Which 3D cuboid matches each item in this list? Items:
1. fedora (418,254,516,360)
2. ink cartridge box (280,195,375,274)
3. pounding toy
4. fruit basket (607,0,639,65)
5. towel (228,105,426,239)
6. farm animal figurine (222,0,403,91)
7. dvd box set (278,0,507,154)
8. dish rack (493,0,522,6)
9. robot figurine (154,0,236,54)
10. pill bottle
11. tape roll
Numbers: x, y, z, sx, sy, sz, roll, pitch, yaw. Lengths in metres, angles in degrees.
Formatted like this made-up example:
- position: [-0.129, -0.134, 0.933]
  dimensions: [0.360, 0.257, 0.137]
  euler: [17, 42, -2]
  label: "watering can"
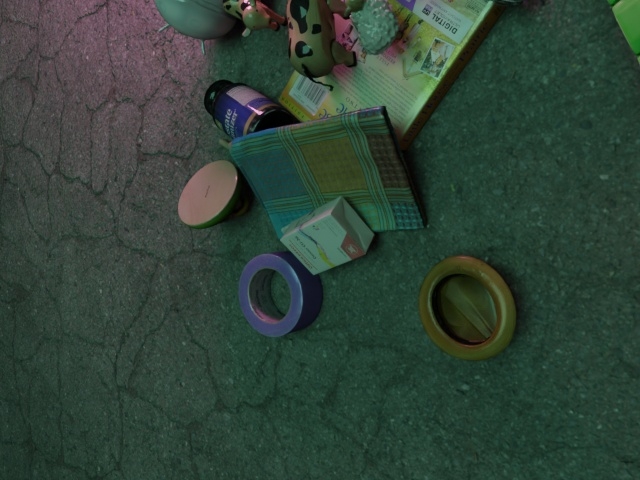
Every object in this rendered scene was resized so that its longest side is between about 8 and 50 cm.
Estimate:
- position: [0.276, 0.122, 1.016]
  dimensions: [0.194, 0.079, 0.195]
  euler: [-1, 88, 39]
  label: "fedora"
- position: [0.000, 0.000, 1.163]
  dimensions: [0.198, 0.067, 0.115]
  euler: [-25, 114, 43]
  label: "ink cartridge box"
- position: [-0.228, -0.112, 1.353]
  dimensions: [0.183, 0.110, 0.237]
  euler: [25, 78, 42]
  label: "pounding toy"
- position: [0.543, -0.393, 0.666]
  dimensions: [0.392, 0.282, 0.392]
  euler: [15, 110, 46]
  label: "fruit basket"
- position: [0.006, -0.118, 1.127]
  dimensions: [0.370, 0.040, 0.272]
  euler: [-4, 127, 35]
  label: "towel"
- position: [-0.043, -0.450, 1.058]
  dimensions: [0.330, 0.172, 0.327]
  euler: [-23, 82, 35]
  label: "farm animal figurine"
- position: [0.124, -0.368, 1.097]
  dimensions: [0.307, 0.062, 0.420]
  euler: [44, 116, 24]
  label: "dvd box set"
- position: [0.253, -0.505, 0.931]
  dimensions: [0.271, 0.074, 0.208]
  euler: [21, 82, 21]
  label: "dish rack"
- position: [-0.256, -0.616, 1.258]
  dimensions: [0.299, 0.199, 0.354]
  euler: [32, 111, 14]
  label: "robot figurine"
- position: [-0.170, -0.285, 1.263]
  dimensions: [0.219, 0.122, 0.123]
  euler: [39, 114, 35]
  label: "pill bottle"
- position: [-0.093, 0.121, 1.272]
  dimensions: [0.188, 0.080, 0.189]
  euler: [3, 96, 34]
  label: "tape roll"
